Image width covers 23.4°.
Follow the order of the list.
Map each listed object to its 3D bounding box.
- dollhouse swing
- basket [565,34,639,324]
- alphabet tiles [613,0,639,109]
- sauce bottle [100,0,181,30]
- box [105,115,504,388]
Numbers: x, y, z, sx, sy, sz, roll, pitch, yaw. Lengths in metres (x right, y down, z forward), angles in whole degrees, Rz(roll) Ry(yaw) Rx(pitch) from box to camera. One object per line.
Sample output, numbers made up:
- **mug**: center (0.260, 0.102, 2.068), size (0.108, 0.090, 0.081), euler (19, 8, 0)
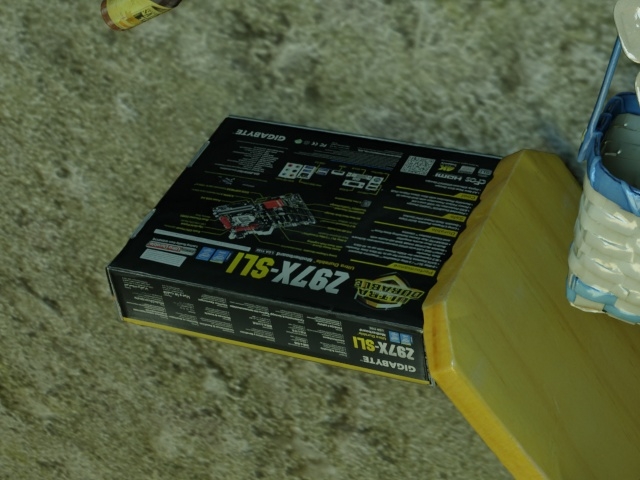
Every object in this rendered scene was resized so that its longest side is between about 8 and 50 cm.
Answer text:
- **dollhouse swing**: center (0.168, 0.148, 1.428), size (0.305, 0.347, 0.315), euler (40, 137, -8)
- **basket**: center (0.328, -0.059, 1.257), size (0.255, 0.201, 0.289), euler (23, 128, 3)
- **alphabet tiles**: center (0.373, -0.138, 1.156), size (0.278, 0.021, 0.284), euler (-16, 90, 6)
- **sauce bottle**: center (-0.159, -0.239, 1.494), size (0.128, 0.042, 0.042), euler (-17, 118, 41)
- **box**: center (0.000, 0.000, 1.461), size (0.322, 0.257, 0.079), euler (10, 133, 22)
